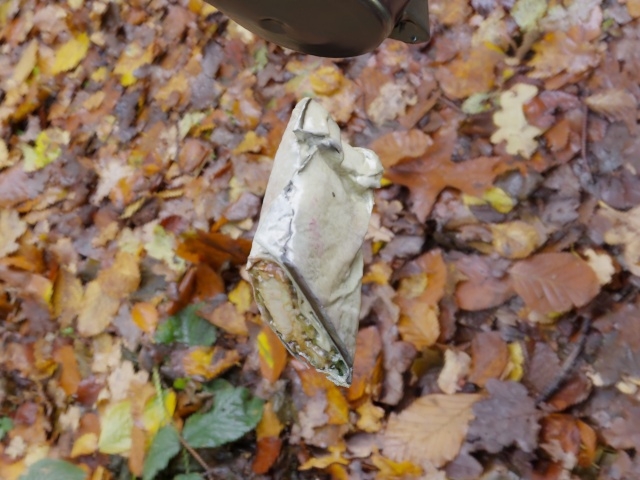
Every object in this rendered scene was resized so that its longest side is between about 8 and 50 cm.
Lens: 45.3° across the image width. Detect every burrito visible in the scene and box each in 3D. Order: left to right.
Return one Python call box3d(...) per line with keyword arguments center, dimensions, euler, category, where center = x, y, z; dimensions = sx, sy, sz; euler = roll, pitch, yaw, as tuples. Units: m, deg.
box3d(center=(-0.011, -0.003, 0.976), dimensions=(0.107, 0.175, 0.347), euler=(-20, 56, 53), category="burrito")

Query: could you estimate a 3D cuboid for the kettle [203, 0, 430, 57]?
box3d(center=(-0.003, -0.231, 0.432), dimensions=(0.144, 0.202, 0.232), euler=(-8, 65, 65), category="kettle")
